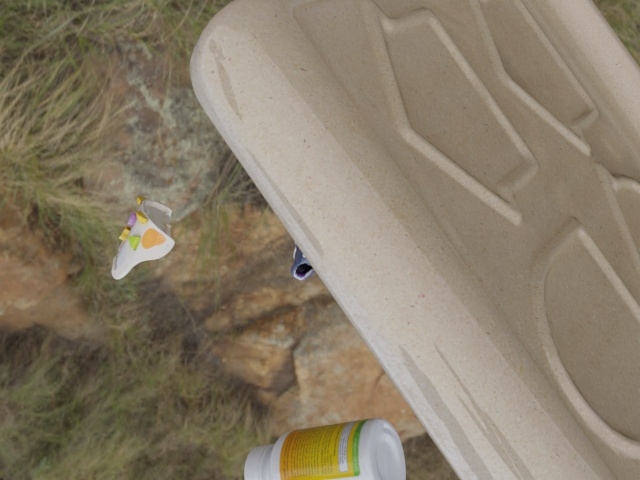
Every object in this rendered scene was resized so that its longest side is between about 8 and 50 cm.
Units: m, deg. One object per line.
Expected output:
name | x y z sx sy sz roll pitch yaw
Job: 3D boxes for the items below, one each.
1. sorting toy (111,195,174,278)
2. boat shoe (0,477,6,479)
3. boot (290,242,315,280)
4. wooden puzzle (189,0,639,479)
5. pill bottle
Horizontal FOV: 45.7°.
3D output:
sorting toy | -0.188 0.002 0.775 0.044 0.083 0.075 34 103 -24
boat shoe | -0.292 0.372 0.717 0.109 0.305 0.091 -18 161 -16
boot | 0.000 0.000 1.373 0.069 0.086 0.190 19 146 -11
wooden puzzle | 0.122 -0.018 0.452 0.322 0.347 0.080 55 136 1
pill bottle | 0.003 0.374 1.246 0.245 0.136 0.136 -16 137 28
